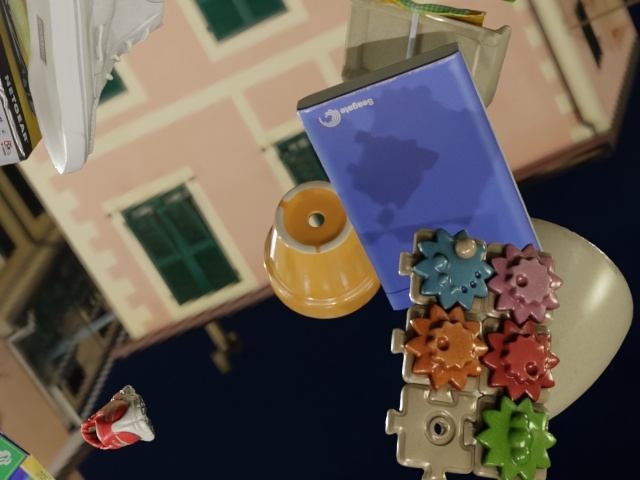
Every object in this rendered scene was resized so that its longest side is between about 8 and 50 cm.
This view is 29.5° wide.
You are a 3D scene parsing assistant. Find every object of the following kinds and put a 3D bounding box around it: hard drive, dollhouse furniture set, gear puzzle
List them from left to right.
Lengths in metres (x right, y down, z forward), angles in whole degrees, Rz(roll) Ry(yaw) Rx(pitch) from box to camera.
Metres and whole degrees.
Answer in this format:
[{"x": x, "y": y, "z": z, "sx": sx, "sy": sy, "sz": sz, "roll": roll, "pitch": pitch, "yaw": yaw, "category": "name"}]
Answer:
[{"x": 0.130, "y": -0.071, "z": 1.527, "sx": 0.210, "sy": 0.318, "sz": 0.040, "roll": -18, "pitch": -151, "yaw": 16, "category": "hard drive"}, {"x": 0.151, "y": -0.315, "z": 1.489, "sx": 0.198, "sy": 0.301, "sz": 0.151, "roll": 18, "pitch": -127, "yaw": 8, "category": "dollhouse furniture set"}, {"x": 0.153, "y": 0.153, "z": 1.173, "sx": 0.044, "sy": 0.176, "sz": 0.338, "roll": 143, "pitch": -45, "yaw": -66, "category": "gear puzzle"}]

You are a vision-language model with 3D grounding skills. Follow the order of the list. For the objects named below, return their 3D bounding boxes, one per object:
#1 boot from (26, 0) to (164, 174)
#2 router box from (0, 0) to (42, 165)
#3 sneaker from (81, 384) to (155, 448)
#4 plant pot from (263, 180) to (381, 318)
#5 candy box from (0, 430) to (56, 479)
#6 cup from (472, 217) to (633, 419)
[{"x": -0.199, "y": -0.177, "z": 1.120, "sx": 0.123, "sy": 0.258, "sz": 0.095, "roll": -19, "pitch": -128, "yaw": -26, "category": "boot"}, {"x": -0.425, "y": -0.273, "z": 1.543, "sx": 0.081, "sy": 0.308, "sz": 0.243, "roll": -10, "pitch": -157, "yaw": 5, "category": "router box"}, {"x": -0.382, "y": 0.331, "z": 2.233, "sx": 0.118, "sy": 0.107, "sz": 0.279, "roll": -18, "pitch": 176, "yaw": -15, "category": "sneaker"}, {"x": 0.000, "y": 0.000, "z": 1.980, "sx": 0.205, "sy": 0.188, "sz": 0.205, "roll": -3, "pitch": -114, "yaw": 6, "category": "plant pot"}, {"x": -0.503, "y": 0.415, "z": 1.648, "sx": 0.317, "sy": 0.122, "sz": 0.268, "roll": -55, "pitch": 167, "yaw": -19, "category": "candy box"}, {"x": 0.298, "y": 0.161, "z": 1.902, "sx": 0.331, "sy": 0.331, "sz": 0.237, "roll": -11, "pitch": -144, "yaw": 37, "category": "cup"}]
